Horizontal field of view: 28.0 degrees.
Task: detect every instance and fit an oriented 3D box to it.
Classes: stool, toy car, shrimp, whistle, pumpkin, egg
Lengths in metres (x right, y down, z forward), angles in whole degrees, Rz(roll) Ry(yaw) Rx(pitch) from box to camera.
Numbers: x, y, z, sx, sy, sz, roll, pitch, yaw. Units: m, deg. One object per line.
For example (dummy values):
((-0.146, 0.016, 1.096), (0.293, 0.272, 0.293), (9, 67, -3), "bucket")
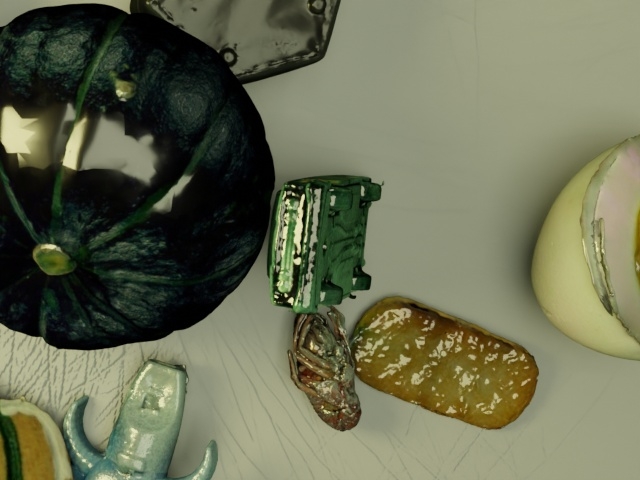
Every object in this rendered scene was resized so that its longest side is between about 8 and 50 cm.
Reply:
((-0.089, -0.276, 1.389), (0.232, 0.141, 0.232), (-2, 97, -13), "stool")
((0.000, 0.000, 1.364), (0.097, 0.320, 0.142), (8, 95, 11), "toy car")
((0.002, 0.132, 1.495), (0.073, 0.074, 0.190), (-14, 89, 31), "shrimp")
((-0.213, 0.265, 1.445), (0.180, 0.093, 0.269), (16, 91, 10), "whistle")
((-0.225, -0.058, 1.288), (0.363, 0.266, 0.363), (3, 130, 3), "pumpkin")
((0.364, 0.011, 1.527), (0.286, 0.174, 0.264), (-38, 105, -32), "egg")

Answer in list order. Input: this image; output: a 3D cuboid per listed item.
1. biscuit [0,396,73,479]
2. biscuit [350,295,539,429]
((-0.421, 0.229, 1.336), (0.343, 0.057, 0.287), (9, 59, -32), "biscuit")
((0.150, 0.150, 1.555), (0.247, 0.029, 0.118), (23, 97, -15), "biscuit")
